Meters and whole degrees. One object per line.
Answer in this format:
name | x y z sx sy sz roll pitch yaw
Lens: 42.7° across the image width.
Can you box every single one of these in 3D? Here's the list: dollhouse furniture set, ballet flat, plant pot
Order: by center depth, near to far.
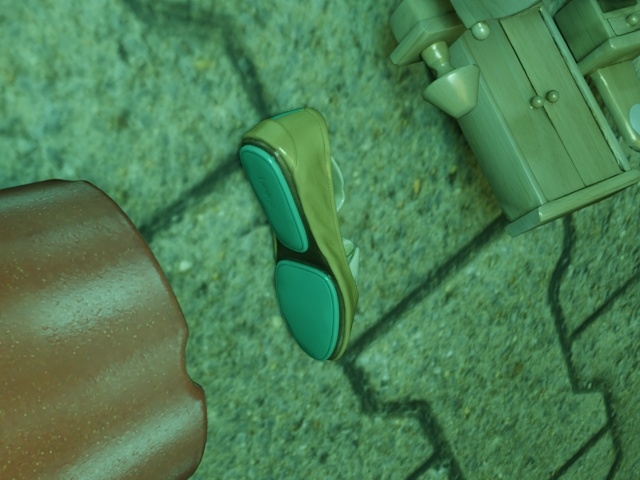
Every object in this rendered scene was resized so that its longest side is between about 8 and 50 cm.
plant pot | -0.222 0.097 0.433 0.265 0.272 0.273 -22 127 -35
dollhouse furniture set | 0.240 -0.154 0.539 0.303 0.174 0.355 -21 171 -28
ballet flat | 0.000 0.000 0.656 0.073 0.080 0.232 -41 136 -31
